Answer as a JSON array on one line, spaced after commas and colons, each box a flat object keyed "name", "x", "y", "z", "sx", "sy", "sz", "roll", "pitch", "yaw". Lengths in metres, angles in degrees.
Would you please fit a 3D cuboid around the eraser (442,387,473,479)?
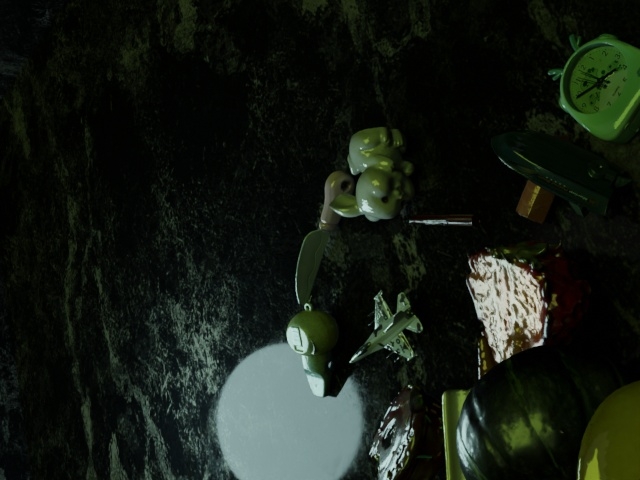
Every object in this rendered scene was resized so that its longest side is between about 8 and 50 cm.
[{"name": "eraser", "x": 0.270, "y": 0.387, "z": 1.632, "sx": 0.069, "sy": 0.158, "sz": 0.226, "roll": -4, "pitch": 79, "yaw": 15}]

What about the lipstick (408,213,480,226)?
[{"name": "lipstick", "x": 0.250, "y": -0.043, "z": 1.821, "sx": 0.176, "sy": 0.027, "sz": 0.027, "roll": 3, "pitch": 86, "yaw": 50}]

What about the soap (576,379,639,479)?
[{"name": "soap", "x": 0.561, "y": 0.347, "z": 1.208, "sx": 0.115, "sy": 0.427, "sz": 0.306, "roll": 82, "pitch": -162, "yaw": -79}]

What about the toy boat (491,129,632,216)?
[{"name": "toy boat", "x": 0.408, "y": -0.125, "z": 1.546, "sx": 0.246, "sy": 0.093, "sz": 0.103, "roll": 28, "pitch": 148, "yaw": 15}]

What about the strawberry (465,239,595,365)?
[{"name": "strawberry", "x": 0.391, "y": 0.126, "z": 1.552, "sx": 0.253, "sy": 0.150, "sz": 0.280, "roll": 153, "pitch": 103, "yaw": -68}]

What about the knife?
[{"name": "knife", "x": -0.002, "y": -0.001, "z": 2.048, "sx": 0.043, "sy": 0.081, "sz": 0.336, "roll": 33, "pitch": 109, "yaw": 48}]

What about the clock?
[{"name": "clock", "x": 0.493, "y": -0.281, "z": 1.557, "sx": 0.211, "sy": 0.066, "sz": 0.159, "roll": 52, "pitch": 121, "yaw": 39}]

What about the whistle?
[{"name": "whistle", "x": -0.006, "y": 0.245, "z": 2.019, "sx": 0.122, "sy": 0.122, "sz": 0.223, "roll": 4, "pitch": 108, "yaw": 48}]

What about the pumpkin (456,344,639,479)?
[{"name": "pumpkin", "x": 0.378, "y": 0.316, "z": 1.408, "sx": 0.323, "sy": 0.323, "sz": 0.241, "roll": -57, "pitch": 25, "yaw": 25}]

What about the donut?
[{"name": "donut", "x": 0.177, "y": 0.395, "z": 1.732, "sx": 0.230, "sy": 0.096, "sz": 0.216, "roll": -124, "pitch": 58, "yaw": -80}]

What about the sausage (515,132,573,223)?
[{"name": "sausage", "x": 0.417, "y": -0.118, "z": 1.623, "sx": 0.065, "sy": 0.065, "sz": 0.169, "roll": 34, "pitch": 109, "yaw": 45}]

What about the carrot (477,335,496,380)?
[{"name": "carrot", "x": 0.322, "y": 0.334, "z": 1.600, "sx": 0.069, "sy": 0.069, "sz": 0.336, "roll": -2, "pitch": 103, "yaw": 48}]

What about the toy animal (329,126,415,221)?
[{"name": "toy animal", "x": 0.114, "y": -0.140, "z": 1.908, "sx": 0.178, "sy": 0.127, "sz": 0.193, "roll": -4, "pitch": 82, "yaw": 50}]

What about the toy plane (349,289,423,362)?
[{"name": "toy plane", "x": 0.141, "y": 0.197, "z": 1.876, "sx": 0.160, "sy": 0.082, "sz": 0.234, "roll": 61, "pitch": 142, "yaw": 21}]
